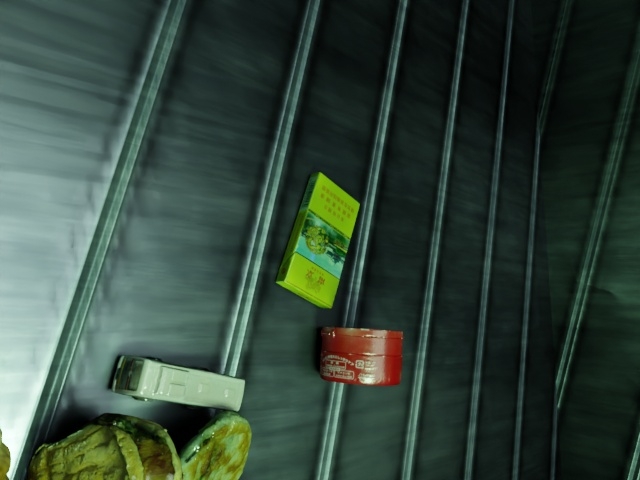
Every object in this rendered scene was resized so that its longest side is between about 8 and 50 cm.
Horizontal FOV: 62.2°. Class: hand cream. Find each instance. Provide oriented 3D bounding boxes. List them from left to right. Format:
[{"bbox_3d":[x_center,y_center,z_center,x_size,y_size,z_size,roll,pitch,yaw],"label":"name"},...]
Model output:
[{"bbox_3d":[0.109,0.307,1.422,0.230,0.230,0.149,16,74,-43],"label":"hand cream"}]

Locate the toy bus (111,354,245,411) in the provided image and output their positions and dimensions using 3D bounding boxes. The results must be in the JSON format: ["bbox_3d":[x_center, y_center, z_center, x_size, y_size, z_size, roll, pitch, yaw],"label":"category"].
[{"bbox_3d":[-0.286,0.302,1.106,0.268,0.106,0.092,26,65,-40],"label":"toy bus"}]

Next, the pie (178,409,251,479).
[{"bbox_3d":[-0.240,0.486,1.076,0.302,0.067,0.302,-50,152,-41],"label":"pie"}]

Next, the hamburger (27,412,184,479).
[{"bbox_3d":[-0.367,0.434,0.904,0.134,0.285,0.265,24,69,-59],"label":"hamburger"}]

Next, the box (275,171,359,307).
[{"bbox_3d":[0.000,0.000,1.474,0.187,0.047,0.335,35,63,-38],"label":"box"}]

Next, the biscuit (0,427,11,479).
[{"bbox_3d":[-0.581,0.365,0.742,0.326,0.107,0.325,-9,90,-68],"label":"biscuit"}]
